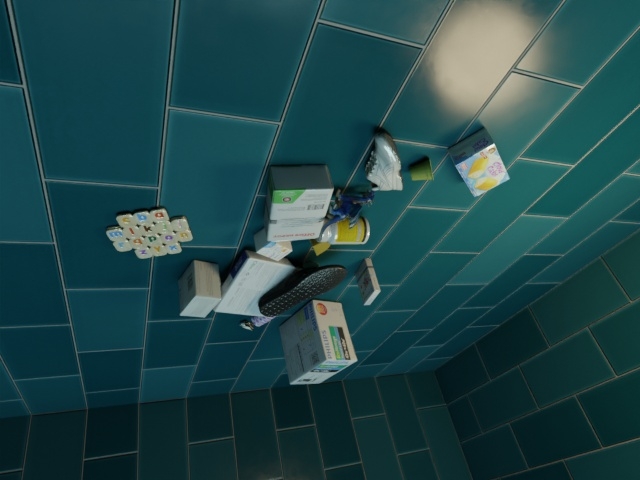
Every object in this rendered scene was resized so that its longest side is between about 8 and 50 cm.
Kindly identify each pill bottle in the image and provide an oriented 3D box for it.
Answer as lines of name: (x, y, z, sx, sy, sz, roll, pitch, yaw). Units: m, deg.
pill bottle: (0.086, -0.042, 1.783, 0.208, 0.119, 0.119, 0, 144, -22)

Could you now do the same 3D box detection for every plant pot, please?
plant pot: (0.000, 0.000, 1.851, 0.083, 0.082, 0.081, -24, 147, -2)
plant pot: (0.378, -0.258, 1.624, 0.079, 0.083, 0.083, -10, 149, 17)

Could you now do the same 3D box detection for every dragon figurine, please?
dragon figurine: (0.104, -0.103, 1.616, 0.143, 0.289, 0.085, 25, 148, 5)

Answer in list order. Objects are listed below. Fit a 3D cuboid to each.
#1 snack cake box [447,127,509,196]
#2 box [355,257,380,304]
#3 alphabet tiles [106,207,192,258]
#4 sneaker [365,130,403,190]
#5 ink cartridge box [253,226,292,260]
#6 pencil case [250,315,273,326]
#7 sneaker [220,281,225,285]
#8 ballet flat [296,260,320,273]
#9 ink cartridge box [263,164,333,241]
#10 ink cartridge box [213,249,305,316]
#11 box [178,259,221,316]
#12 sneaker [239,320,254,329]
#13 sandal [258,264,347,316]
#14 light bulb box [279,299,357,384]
snack cake box: (0.605, -0.289, 1.646, 0.152, 0.089, 0.264, -29, 145, 22)
box: (0.232, 0.205, 2.144, 0.038, 0.186, 0.145, 0, 145, -21)
alphabet tiles: (-0.634, -0.024, 1.619, 0.283, 0.021, 0.278, -9, 147, -8)
sneaker: (0.218, -0.261, 1.526, 0.129, 0.111, 0.297, -13, 146, 8)
ink cartridge box: (-0.189, 0.014, 1.784, 0.092, 0.090, 0.143, -34, 142, 27)
pencil case: (-0.281, 0.384, 2.308, 0.206, 0.086, 0.088, -34, 177, 30)
sneaker: (-0.404, 0.199, 2.031, 0.118, 0.067, 0.042, 15, 150, 10)
ballet flat: (-0.082, 0.136, 2.058, 0.168, 0.057, 0.052, -16, 177, 8)
ink cartridge box: (-0.091, -0.130, 1.579, 0.210, 0.122, 0.289, -4, 145, -16)
ink cartridge box: (-0.279, 0.207, 1.973, 0.330, 0.071, 0.324, 15, 119, -43)
box: (-0.522, 0.210, 1.863, 0.119, 0.181, 0.182, 13, 138, -35)
sneaker: (-0.415, 0.480, 2.445, 0.043, 0.040, 0.109, -10, 147, 23)
sandal: (-0.094, 0.202, 1.982, 0.445, 0.107, 0.168, -27, 140, 9)
light bulb box: (-0.025, 0.577, 2.441, 0.225, 0.358, 0.361, 12, 140, -37)
